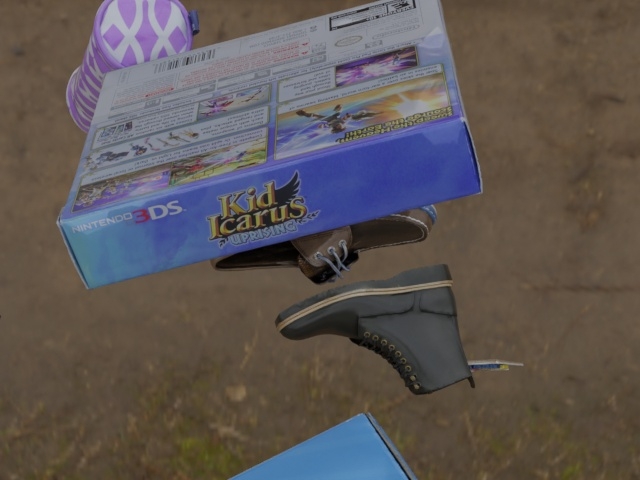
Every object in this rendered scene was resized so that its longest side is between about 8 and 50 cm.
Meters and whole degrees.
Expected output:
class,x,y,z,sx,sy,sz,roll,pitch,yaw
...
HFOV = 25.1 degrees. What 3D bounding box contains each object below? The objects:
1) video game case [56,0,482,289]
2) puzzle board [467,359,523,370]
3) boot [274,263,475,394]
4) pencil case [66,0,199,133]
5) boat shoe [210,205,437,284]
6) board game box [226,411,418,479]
class,x,y,z,sx,sy,sz,roll,pitch,yaw
video game case,-0.033,-0.079,1.011,0.269,0.061,0.244,-14,28,8
puzzle board,0.169,0.153,1.731,0.128,0.096,0.011,-5,81,26
boot,0.062,0.112,1.518,0.198,0.077,0.137,-14,80,-10
pencil case,-0.169,-0.151,1.231,0.086,0.206,0.088,-13,81,-21
boat shoe,0.000,0.000,1.124,0.183,0.066,0.066,-3,60,15
board game box,-0.055,0.269,0.594,0.308,0.302,0.086,-26,31,-7
